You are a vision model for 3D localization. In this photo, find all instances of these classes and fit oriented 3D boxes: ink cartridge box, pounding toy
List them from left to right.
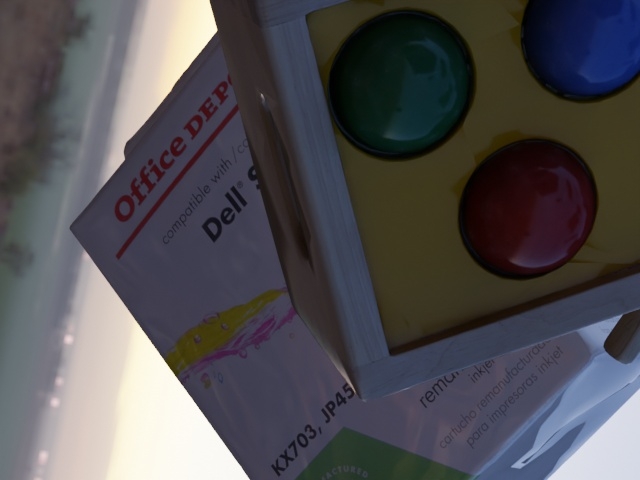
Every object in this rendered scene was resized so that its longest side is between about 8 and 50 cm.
[{"bbox_3d":[0.000,0.000,0.970,0.207,0.353,0.119,-49,154,21],"label":"ink cartridge box"},{"bbox_3d":[0.090,-0.026,0.527,0.094,0.206,0.181,-131,-155,-68],"label":"pounding toy"}]
